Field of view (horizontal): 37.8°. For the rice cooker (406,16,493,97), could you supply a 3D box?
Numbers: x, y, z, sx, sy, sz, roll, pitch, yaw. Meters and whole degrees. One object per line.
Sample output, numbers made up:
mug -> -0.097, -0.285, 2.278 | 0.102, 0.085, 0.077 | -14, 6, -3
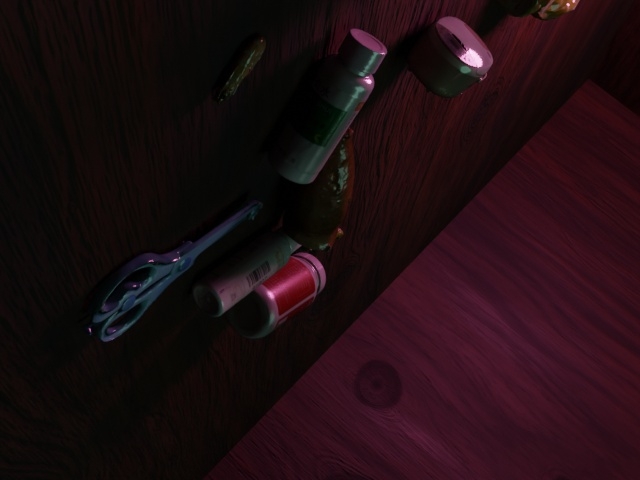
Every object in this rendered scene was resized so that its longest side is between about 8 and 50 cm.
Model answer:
rice cooker -> 0.247, -0.348, 1.790 | 0.127, 0.145, 0.206 | -41, 175, 22

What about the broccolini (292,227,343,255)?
broccolini -> -0.001, -0.008, 2.236 | 0.254, 0.071, 0.057 | -34, 120, -69

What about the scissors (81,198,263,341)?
scissors -> -0.234, 0.031, 1.523 | 0.393, 0.032, 0.180 | -39, 164, -34

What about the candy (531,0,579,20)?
candy -> 0.546, -0.611, 2.087 | 0.260, 0.118, 0.260 | -44, 164, -15

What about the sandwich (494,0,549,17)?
sandwich -> 0.286, -0.463, 1.416 | 0.065, 0.215, 0.186 | -34, 163, -50

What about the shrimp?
shrimp -> -0.104, -0.225, 1.237 | 0.108, 0.023, 0.059 | -53, 176, 19

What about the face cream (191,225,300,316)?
face cream -> -0.132, 0.048, 1.810 | 0.269, 0.082, 0.082 | -38, 163, -40

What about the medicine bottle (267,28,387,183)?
medicine bottle -> 0.012, -0.213, 1.497 | 0.260, 0.095, 0.095 | -55, 166, 28

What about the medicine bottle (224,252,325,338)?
medicine bottle -> -0.095, 0.112, 2.015 | 0.250, 0.131, 0.131 | -31, 158, -56

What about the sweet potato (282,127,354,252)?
sweet potato -> 0.002, -0.101, 1.734 | 0.131, 0.131, 0.336 | -43, 165, -26
